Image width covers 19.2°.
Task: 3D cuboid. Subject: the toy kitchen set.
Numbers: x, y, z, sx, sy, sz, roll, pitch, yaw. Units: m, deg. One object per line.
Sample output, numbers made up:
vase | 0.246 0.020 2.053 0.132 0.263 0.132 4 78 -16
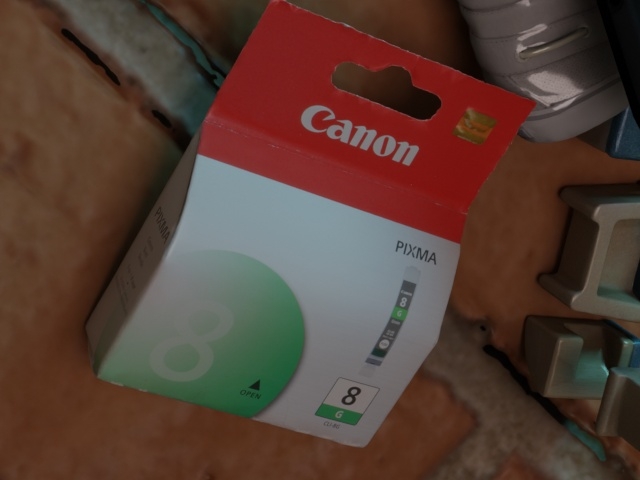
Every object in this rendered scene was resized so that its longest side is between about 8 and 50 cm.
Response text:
toy kitchen set | 0.228 0.017 1.107 0.122 0.166 0.207 4 107 -27

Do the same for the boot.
boot | 0.195 -0.168 1.061 0.258 0.095 0.123 -34 127 -9

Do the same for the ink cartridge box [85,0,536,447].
ink cartridge box | 0.000 0.000 1.029 0.181 0.056 0.224 18 118 -29

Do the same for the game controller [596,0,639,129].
game controller | 0.209 -0.196 1.011 0.166 0.067 0.319 -16 85 -9
